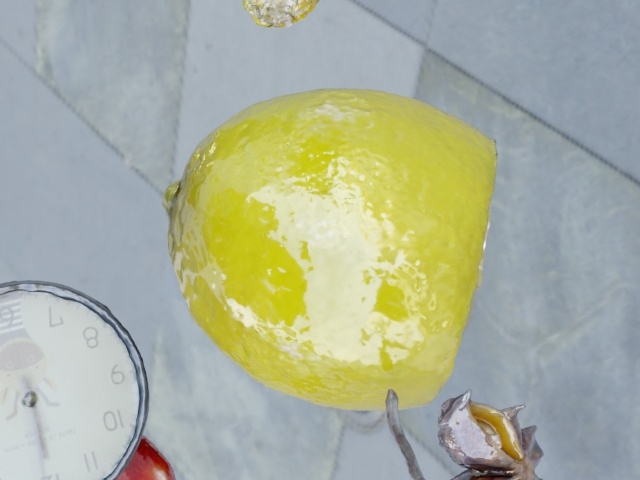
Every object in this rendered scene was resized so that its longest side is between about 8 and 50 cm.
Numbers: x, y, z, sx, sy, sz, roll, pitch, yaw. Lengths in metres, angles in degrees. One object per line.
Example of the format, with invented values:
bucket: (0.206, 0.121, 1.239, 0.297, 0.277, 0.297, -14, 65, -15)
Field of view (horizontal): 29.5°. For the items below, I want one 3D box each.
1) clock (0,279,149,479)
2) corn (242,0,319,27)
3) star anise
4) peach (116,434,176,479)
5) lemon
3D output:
clock: (-0.219, 0.120, 0.914, 0.040, 0.185, 0.184, 156, 98, -76)
corn: (-0.016, -0.329, 1.106, 0.102, 0.102, 0.312, -38, 38, 53)
star anise: (0.086, 0.174, 1.014, 0.227, 0.218, 0.148, -17, 112, 43)
peach: (-0.172, 0.231, 1.007, 0.118, 0.151, 0.151, -14, 91, 32)
lemon: (0.000, 0.000, 1.282, 0.364, 0.364, 0.364, 25, 122, 49)
